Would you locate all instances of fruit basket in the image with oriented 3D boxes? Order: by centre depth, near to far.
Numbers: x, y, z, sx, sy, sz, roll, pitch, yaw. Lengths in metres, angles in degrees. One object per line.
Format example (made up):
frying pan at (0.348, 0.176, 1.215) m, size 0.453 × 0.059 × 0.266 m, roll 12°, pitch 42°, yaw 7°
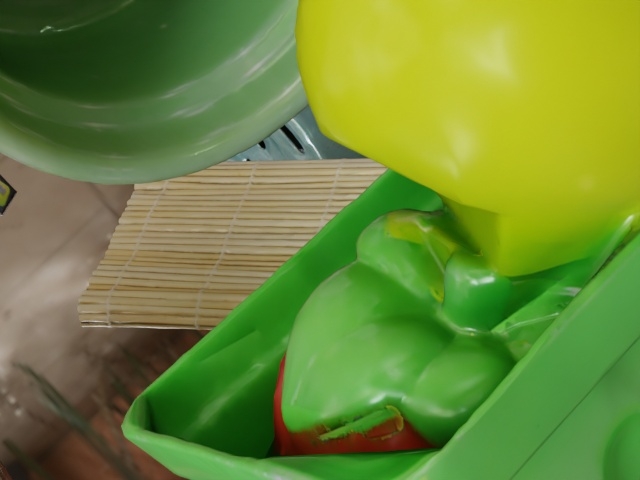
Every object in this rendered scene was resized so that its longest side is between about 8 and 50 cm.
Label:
fruit basket at (0.081, -0.039, 0.590) m, size 0.392 × 0.392 × 0.283 m, roll -39°, pitch -161°, yaw -25°

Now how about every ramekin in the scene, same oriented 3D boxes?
ramekin at (-0.105, -0.193, 0.662) m, size 0.303 × 0.148 × 0.303 m, roll -22°, pitch 127°, yaw -33°

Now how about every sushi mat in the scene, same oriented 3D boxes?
sushi mat at (0.000, 0.000, 0.918) m, size 0.019 × 0.317 × 0.151 m, roll 69°, pitch 29°, yaw -44°

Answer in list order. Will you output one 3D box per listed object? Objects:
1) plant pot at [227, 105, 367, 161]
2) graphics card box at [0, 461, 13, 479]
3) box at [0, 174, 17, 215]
plant pot at (0.055, -0.152, 1.537) m, size 0.334 × 0.341 × 0.341 m, roll -37°, pitch 162°, yaw -28°
graphics card box at (-0.192, 0.203, 0.732) m, size 0.094 × 0.371 × 0.233 m, roll -30°, pitch -166°, yaw -6°
box at (-0.400, -0.093, 1.302) m, size 0.114 × 0.207 × 0.036 m, roll -16°, pitch -143°, yaw 36°
